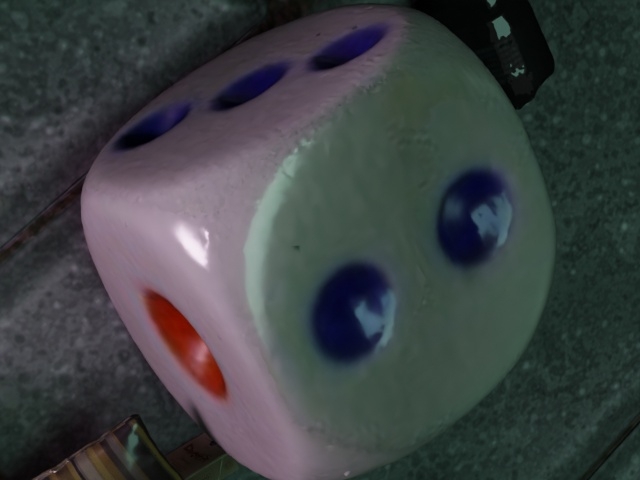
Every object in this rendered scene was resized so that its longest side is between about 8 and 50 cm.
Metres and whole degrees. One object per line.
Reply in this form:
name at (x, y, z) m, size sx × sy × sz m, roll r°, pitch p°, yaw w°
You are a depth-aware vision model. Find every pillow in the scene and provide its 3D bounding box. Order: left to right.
pillow at (-0.190, 0.273, 1.311) m, size 0.212 × 0.052 × 0.208 m, roll -33°, pitch 120°, yaw 2°

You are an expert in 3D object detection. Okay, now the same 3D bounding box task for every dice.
dice at (0.000, 0.000, 1.270) m, size 0.304 × 0.277 × 0.304 m, roll -38°, pitch 116°, yaw -23°

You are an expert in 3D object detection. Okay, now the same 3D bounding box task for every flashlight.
flashlight at (0.097, -0.308, 1.364) m, size 0.103 × 0.103 × 0.424 m, roll -39°, pitch 120°, yaw -20°

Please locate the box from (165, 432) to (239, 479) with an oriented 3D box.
box at (-0.122, 0.209, 1.369) m, size 0.083 × 0.053 × 0.024 m, roll -27°, pitch 116°, yaw -24°
